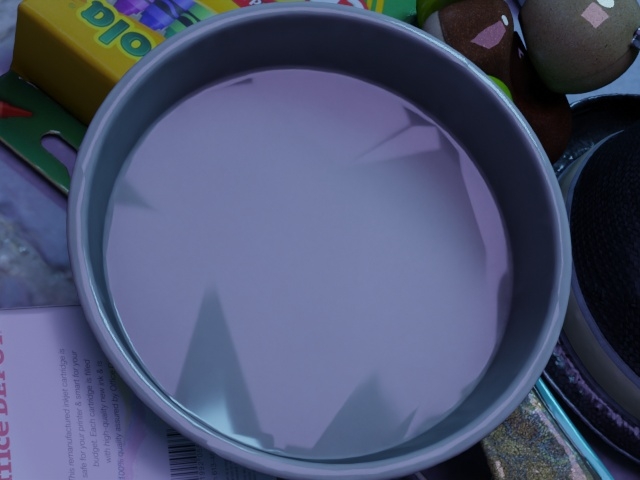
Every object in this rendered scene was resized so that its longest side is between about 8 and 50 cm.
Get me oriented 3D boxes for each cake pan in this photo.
[{"bbox_3d":[0.000,0.000,0.745,0.293,0.054,0.293,4,69,-11],"label":"cake pan"}]

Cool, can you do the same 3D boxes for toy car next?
[{"bbox_3d":[0.176,-0.127,0.884,0.188,0.149,0.155,-23,41,16],"label":"toy car"}]

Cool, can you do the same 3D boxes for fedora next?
[{"bbox_3d":[0.288,0.002,0.916,0.334,0.152,0.334,8,58,-13],"label":"fedora"}]

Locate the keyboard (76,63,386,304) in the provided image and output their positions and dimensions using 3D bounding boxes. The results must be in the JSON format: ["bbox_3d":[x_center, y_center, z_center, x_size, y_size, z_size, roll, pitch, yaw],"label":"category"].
[{"bbox_3d":[-0.037,-0.021,0.823,0.256,0.014,0.072,-41,108,-7],"label":"keyboard"}]

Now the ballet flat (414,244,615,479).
[{"bbox_3d":[0.092,0.092,0.830,0.123,0.123,0.348,-17,65,-27],"label":"ballet flat"}]

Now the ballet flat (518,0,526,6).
[{"bbox_3d":[0.172,-0.245,1.094,0.041,0.041,0.114,-15,66,-26],"label":"ballet flat"}]

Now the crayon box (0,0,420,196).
[{"bbox_3d":[-0.075,-0.143,0.924,0.202,0.081,0.318,38,56,6],"label":"crayon box"}]

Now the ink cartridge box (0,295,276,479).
[{"bbox_3d":[-0.124,0.104,0.750,0.175,0.072,0.127,-2,74,-19],"label":"ink cartridge box"}]
